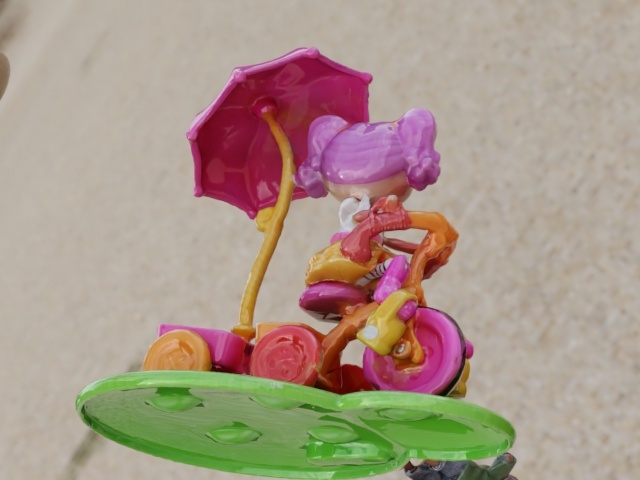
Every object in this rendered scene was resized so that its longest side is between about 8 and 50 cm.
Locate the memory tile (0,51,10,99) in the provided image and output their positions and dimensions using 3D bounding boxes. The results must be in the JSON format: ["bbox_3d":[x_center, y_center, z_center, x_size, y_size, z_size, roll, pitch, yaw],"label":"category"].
[{"bbox_3d":[-0.185,-0.058,0.783,0.148,0.012,0.113,-48,-24,-32],"label":"memory tile"}]

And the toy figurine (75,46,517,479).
[{"bbox_3d":[0.000,0.000,0.717,0.173,0.130,0.159,-4,67,29],"label":"toy figurine"}]

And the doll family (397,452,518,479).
[{"bbox_3d":[0.053,0.197,1.188,0.193,0.111,0.076,-32,46,39],"label":"doll family"}]
